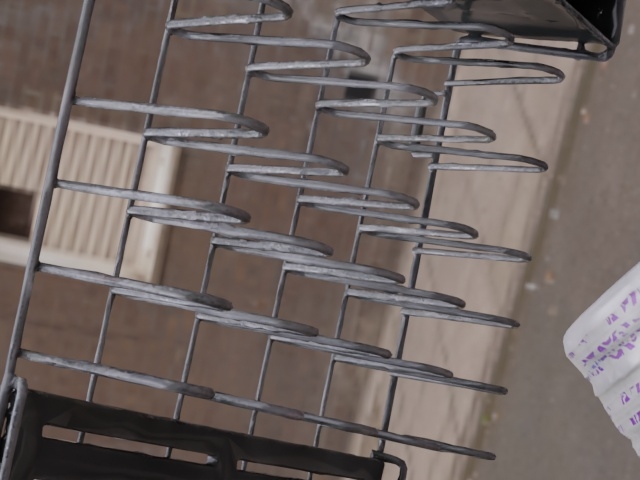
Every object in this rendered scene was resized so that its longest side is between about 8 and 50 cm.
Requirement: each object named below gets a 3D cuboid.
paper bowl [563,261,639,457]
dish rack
[{"bbox_3d":[0.243,0.013,0.525,0.148,0.284,0.284,56,164,11],"label":"paper bowl"},{"bbox_3d":[0.000,0.000,0.423,0.208,0.074,0.271,21,-102,-52],"label":"dish rack"}]
